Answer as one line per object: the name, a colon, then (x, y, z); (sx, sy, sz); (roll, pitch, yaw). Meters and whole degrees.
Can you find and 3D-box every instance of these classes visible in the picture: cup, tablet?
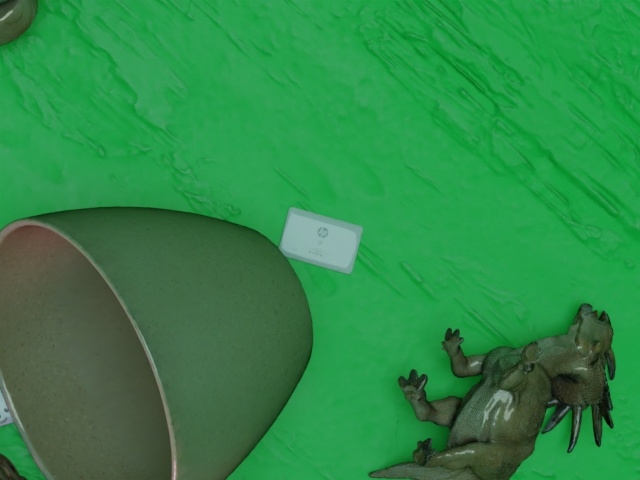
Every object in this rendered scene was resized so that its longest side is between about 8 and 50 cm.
cup: (-0.148, 0.100, 1.823); (0.237, 0.331, 0.331); (-22, 90, -34)
tablet: (0.000, 0.000, 1.977); (0.083, 0.006, 0.054); (16, 85, -6)

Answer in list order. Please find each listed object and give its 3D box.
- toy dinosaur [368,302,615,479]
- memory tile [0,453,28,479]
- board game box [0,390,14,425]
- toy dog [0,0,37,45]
toy dinosaur: (0.198, 0.190, 1.943); (0.296, 0.127, 0.200); (-47, 130, 9)
memory tile: (-0.295, 0.263, 1.850); (0.012, 0.113, 0.148); (-37, 126, -1)
board game box: (-0.363, 0.155, 1.916); (0.090, 0.020, 0.090); (-15, 89, -7)
toy dog: (-0.286, -0.346, 1.886); (0.333, 0.220, 0.161); (-22, 58, -15)
